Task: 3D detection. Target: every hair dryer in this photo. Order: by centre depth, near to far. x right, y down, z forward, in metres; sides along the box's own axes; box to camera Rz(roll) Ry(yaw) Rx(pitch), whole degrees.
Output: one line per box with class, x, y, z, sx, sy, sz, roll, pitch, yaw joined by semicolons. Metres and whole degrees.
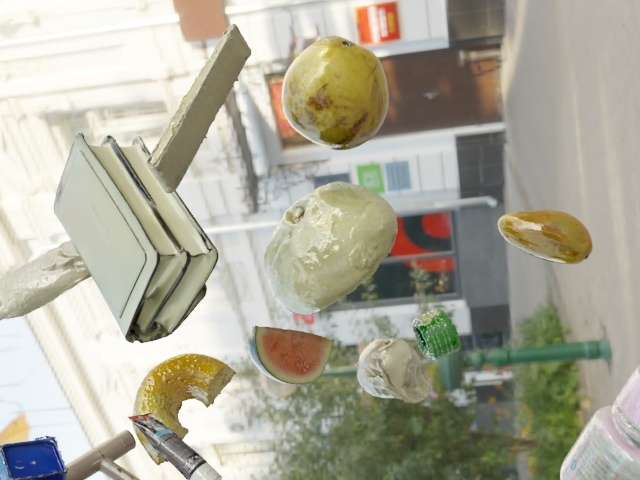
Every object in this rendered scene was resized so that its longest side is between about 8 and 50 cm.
hair dryer;-0.443;0.537;1.855;0.195;0.220;0.054;-26;-35;-42

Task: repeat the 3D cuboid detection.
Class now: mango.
mango;0.597;-0.020;2.251;0.113;0.253;0.138;58;-128;-69

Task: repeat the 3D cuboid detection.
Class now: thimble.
thimble;0.292;0.239;2.159;0.130;0.090;0.118;179;69;-81

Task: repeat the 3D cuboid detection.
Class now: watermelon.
watermelon;-0.110;0.354;2.548;0.303;0.128;0.159;13;-107;-37

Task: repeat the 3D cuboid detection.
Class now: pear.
pear;0.039;-0.365;2.106;0.281;0.280;0.281;-6;-90;-82

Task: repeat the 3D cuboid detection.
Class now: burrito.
burrito;-0.595;0.087;1.823;0.117;0.392;0.076;61;177;32

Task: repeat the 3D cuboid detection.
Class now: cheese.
cheese;-0.223;-0.260;1.611;0.085;0.034;0.400;64;-142;-43

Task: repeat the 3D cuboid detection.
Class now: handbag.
handbag;-0.366;-0.009;1.624;0.160;0.237;0.358;-1;-136;-47

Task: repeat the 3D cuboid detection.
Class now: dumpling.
dumpling;0.175;0.295;1.923;0.142;0.172;0.247;-58;9;15

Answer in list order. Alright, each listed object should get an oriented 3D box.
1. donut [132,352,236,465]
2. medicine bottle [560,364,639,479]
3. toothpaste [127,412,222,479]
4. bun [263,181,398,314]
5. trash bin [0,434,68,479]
donut;-0.316;0.326;1.792;0.259;0.152;0.101;-52;-18;-24
medicine bottle;0.694;0.453;1.823;0.256;0.256;0.325;-77;9;-68
toothpaste;-0.251;0.364;1.475;0.045;0.193;0.071;-57;-20;9
bun;0.000;-0.004;2.069;0.202;0.364;0.364;44;-154;-23
trash bin;-0.584;0.526;1.716;0.162;0.184;0.235;42;124;47
